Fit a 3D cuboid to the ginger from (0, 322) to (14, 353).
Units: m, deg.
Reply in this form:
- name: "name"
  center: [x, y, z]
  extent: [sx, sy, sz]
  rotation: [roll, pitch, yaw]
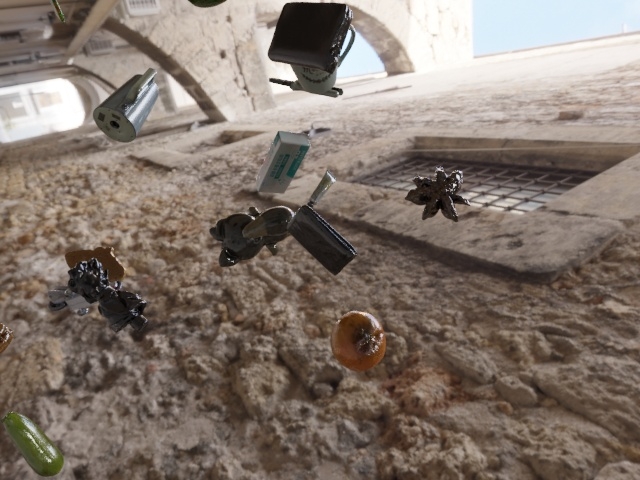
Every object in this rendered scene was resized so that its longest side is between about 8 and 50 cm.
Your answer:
- name: "ginger"
  center: [-1.021, 0.326, 1.454]
  extent: [0.103, 0.073, 0.162]
  rotation: [97, 7, -50]

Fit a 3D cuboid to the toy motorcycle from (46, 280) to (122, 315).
- name: "toy motorcycle"
  center: [-0.848, 0.172, 1.711]
  extent: [0.171, 0.260, 0.110]
  rotation: [-115, -169, -51]

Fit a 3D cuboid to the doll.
- name: "doll"
  center: [-0.310, -0.058, 2.114]
  extent: [0.252, 0.382, 0.379]
  rotation: [60, -20, 15]

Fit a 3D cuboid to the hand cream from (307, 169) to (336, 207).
- name: "hand cream"
  center: [0.004, -0.222, 2.053]
  extent: [0.067, 0.194, 0.042]
  rotation: [43, -26, -18]

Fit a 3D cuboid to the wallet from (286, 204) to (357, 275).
- name: "wallet"
  center: [0.000, 0.000, 1.586]
  extent: [0.245, 0.052, 0.168]
  rotation: [44, -39, 2]

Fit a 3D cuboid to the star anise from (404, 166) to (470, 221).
- name: "star anise"
  center: [0.363, -0.148, 1.483]
  extent: [0.073, 0.196, 0.212]
  rotation: [75, 11, -58]

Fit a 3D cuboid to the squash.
- name: "squash"
  center: [-0.698, 0.493, 1.139]
  extent: [0.066, 0.066, 0.201]
  rotation: [9, -49, 60]

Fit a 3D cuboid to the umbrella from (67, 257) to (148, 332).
- name: "umbrella"
  center: [-0.626, 0.173, 1.397]
  extent: [0.272, 0.122, 0.110]
  rotation: [40, -21, 3]

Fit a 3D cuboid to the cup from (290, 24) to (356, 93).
- name: "cup"
  center: [0.009, -0.669, 1.680]
  extent: [0.234, 0.258, 0.186]
  rotation: [65, 7, -55]

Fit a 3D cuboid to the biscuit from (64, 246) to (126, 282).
- name: "biscuit"
  center: [-0.775, 0.090, 1.619]
  extent: [0.250, 0.162, 0.035]
  rotation: [19, -26, 14]

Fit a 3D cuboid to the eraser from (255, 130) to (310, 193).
- name: "eraser"
  center: [-0.115, -0.229, 1.407]
  extent: [0.225, 0.095, 0.052]
  rotation: [-54, -137, 48]

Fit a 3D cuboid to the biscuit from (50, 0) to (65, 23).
- name: "biscuit"
  center: [-0.824, -0.727, 1.468]
  extent: [0.046, 0.016, 0.089]
  rotation: [45, -24, 22]

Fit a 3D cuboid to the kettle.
- name: "kettle"
  center: [-0.691, -0.513, 1.723]
  extent: [0.159, 0.243, 0.210]
  rotation: [30, -36, -16]

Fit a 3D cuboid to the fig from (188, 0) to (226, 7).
- name: "fig"
  center: [-0.335, -0.793, 1.408]
  extent: [0.181, 0.191, 0.181]
  rotation: [45, 11, -11]

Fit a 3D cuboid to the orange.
- name: "orange"
  center: [0.147, 0.377, 1.769]
  extent: [0.224, 0.224, 0.170]
  rotation: [64, -22, 9]

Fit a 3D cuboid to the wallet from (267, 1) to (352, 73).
- name: "wallet"
  center: [-0.025, -0.465, 1.067]
  extent: [0.250, 0.044, 0.149]
  rotation: [30, -76, 45]

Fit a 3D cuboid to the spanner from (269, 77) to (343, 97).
- name: "spanner"
  center: [-0.065, -0.637, 1.944]
  extent: [0.324, 0.096, 0.040]
  rotation: [16, -60, 16]
